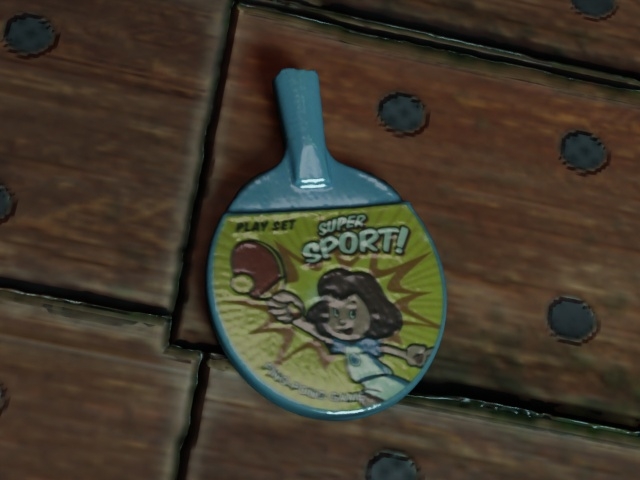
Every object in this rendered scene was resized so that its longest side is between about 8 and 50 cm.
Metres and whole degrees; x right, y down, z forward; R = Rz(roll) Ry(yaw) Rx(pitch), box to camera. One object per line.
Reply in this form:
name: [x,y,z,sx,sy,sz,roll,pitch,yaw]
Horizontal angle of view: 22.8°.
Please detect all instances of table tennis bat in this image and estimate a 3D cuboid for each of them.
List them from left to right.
table tennis bat: [0.000,0.000,0.659,0.100,0.019,0.155,-3,67,-11]
